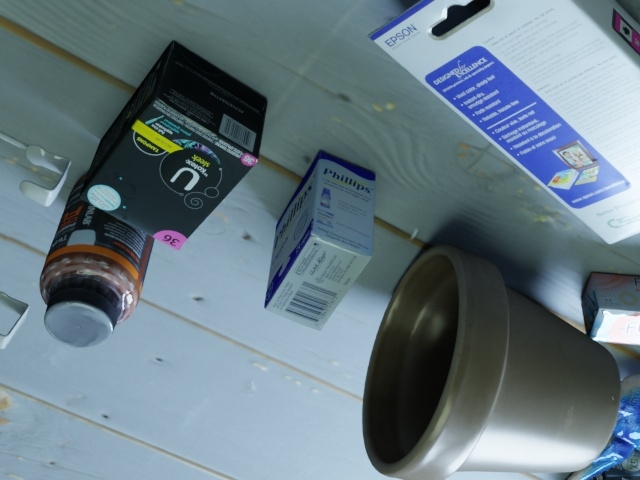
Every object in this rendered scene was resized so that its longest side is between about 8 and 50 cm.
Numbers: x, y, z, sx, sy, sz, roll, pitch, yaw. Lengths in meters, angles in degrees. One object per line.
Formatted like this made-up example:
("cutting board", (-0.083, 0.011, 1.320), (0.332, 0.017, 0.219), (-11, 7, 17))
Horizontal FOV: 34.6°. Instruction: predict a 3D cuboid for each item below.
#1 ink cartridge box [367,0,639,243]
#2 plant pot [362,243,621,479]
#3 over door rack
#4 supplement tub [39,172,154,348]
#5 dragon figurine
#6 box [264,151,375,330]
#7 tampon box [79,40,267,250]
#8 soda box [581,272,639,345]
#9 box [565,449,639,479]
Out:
("ink cartridge box", (0.238, -0.138, 0.979), (0.371, 0.069, 0.175), (34, 142, -27))
("plant pot", (0.198, 0.159, 1.150), (0.229, 0.263, 0.263), (17, 131, -15))
("over door rack", (-0.398, -0.073, 1.049), (0.324, 0.108, 0.240), (34, 130, 7))
("supplement tub", (-0.236, 0.020, 1.093), (0.106, 0.198, 0.106), (2, 132, 2))
("dragon figurine", (0.401, 0.243, 1.291), (0.144, 0.085, 0.289), (17, 111, 8))
("box", (0.000, 0.000, 1.098), (0.072, 0.137, 0.126), (22, 130, -14))
("tampon box", (-0.149, -0.093, 1.048), (0.120, 0.101, 0.161), (30, 128, -20))
("soda box", (0.402, 0.085, 1.197), (0.183, 0.063, 0.058), (4, 133, 0))
("box", (0.391, 0.391, 1.398), (0.077, 0.180, 0.147), (16, 131, -8))
